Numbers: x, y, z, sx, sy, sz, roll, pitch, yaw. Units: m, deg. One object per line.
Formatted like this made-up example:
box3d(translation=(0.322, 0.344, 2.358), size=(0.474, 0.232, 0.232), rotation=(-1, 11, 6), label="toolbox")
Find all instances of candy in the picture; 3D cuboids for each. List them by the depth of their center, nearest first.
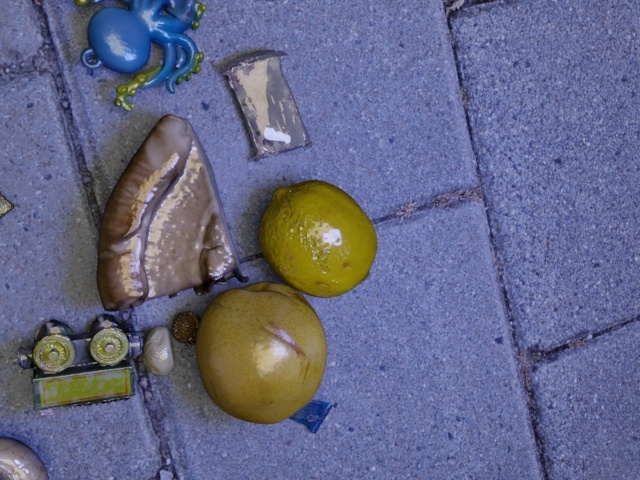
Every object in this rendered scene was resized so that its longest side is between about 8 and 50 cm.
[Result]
box3d(translation=(-0.046, 0.414, 1.782), size=(0.136, 0.038, 0.088), rotation=(31, 96, -11), label="candy")

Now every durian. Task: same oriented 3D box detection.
box3d(translation=(-0.306, 0.206, 1.655), size=(0.080, 0.080, 0.091), rotation=(11, 77, -20), label="durian")

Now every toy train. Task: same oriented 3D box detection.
box3d(translation=(-0.515, 0.263, 1.561), size=(0.261, 0.134, 0.177), rotation=(-6, 103, -18), label="toy train")

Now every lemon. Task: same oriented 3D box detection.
box3d(translation=(0.000, 0.000, 1.659), size=(0.310, 0.258, 0.258), rotation=(44, 78, -23), label="lemon")

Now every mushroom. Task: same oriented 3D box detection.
box3d(translation=(-0.689, 0.536, 1.487), size=(0.255, 0.184, 0.254), rotation=(1, 89, -33), label="mushroom")
box3d(translation=(-0.356, -0.062, 1.579), size=(0.314, 0.224, 0.397), rotation=(-13, 90, -4), label="mushroom")

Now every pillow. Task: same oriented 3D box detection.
box3d(translation=(-0.129, -0.320, 1.704), size=(0.169, 0.059, 0.254), rotation=(-22, 101, -17), label="pillow")

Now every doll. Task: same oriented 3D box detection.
box3d(translation=(-0.404, -0.492, 1.591), size=(0.341, 0.099, 0.346), rotation=(-45, 111, -25), label="doll")

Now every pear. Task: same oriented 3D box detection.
box3d(translation=(-0.131, 0.248, 1.611), size=(0.315, 0.314, 0.314), rotation=(-1, 93, -19), label="pear")

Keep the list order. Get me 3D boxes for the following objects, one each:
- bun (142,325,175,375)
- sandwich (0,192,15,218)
box3d(translation=(-0.368, 0.251, 1.623), size=(0.069, 0.115, 0.115), rotation=(-11, 96, -11), label="bun")
box3d(translation=(-0.718, -0.078, 1.520), size=(0.093, 0.036, 0.105), rotation=(-42, 104, -12), label="sandwich")
